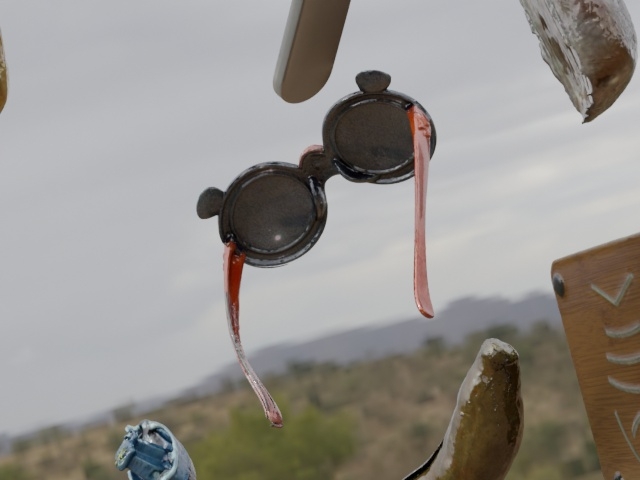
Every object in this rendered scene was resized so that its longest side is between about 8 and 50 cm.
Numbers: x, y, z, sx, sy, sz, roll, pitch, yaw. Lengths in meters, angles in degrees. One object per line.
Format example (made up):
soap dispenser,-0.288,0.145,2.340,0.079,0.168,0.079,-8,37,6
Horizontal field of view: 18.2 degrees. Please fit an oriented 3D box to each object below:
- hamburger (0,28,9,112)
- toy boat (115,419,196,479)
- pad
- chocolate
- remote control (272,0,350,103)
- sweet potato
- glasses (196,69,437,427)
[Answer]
hamburger,-0.372,-0.167,1.782,0.162,0.209,0.330,-29,-40,-33
toy boat,-0.148,0.192,1.738,0.060,0.061,0.137,-56,18,8
pad,0.316,0.139,1.965,0.018,0.284,0.286,-14,-4,-17
chocolate,0.254,-0.284,2.145,0.100,0.303,0.185,-28,-13,3
remote control,-0.001,-0.253,2.204,0.077,0.022,0.245,-21,-39,-36
sweet potato,0.146,0.225,2.084,0.112,0.085,0.286,10,-53,-23
glasses,0.000,0.000,1.705,0.234,0.118,0.268,-34,27,20
